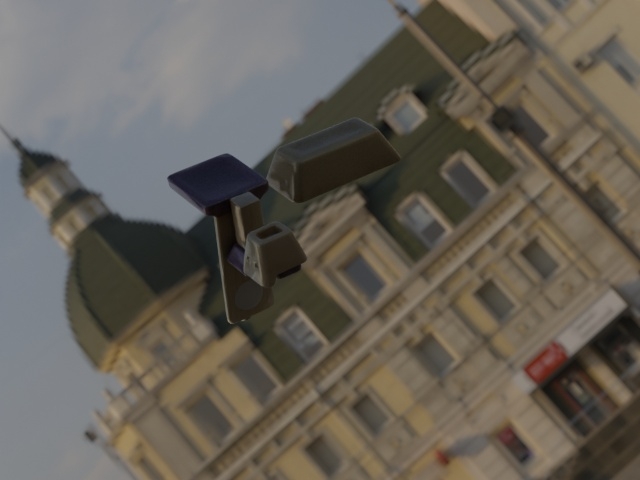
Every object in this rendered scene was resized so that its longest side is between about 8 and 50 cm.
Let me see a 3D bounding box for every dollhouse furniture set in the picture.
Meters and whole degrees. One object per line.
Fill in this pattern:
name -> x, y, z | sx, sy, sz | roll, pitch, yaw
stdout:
dollhouse furniture set -> 0.000, 0.000, 0.675 | 0.114, 0.091, 0.081 | -24, -54, -25
